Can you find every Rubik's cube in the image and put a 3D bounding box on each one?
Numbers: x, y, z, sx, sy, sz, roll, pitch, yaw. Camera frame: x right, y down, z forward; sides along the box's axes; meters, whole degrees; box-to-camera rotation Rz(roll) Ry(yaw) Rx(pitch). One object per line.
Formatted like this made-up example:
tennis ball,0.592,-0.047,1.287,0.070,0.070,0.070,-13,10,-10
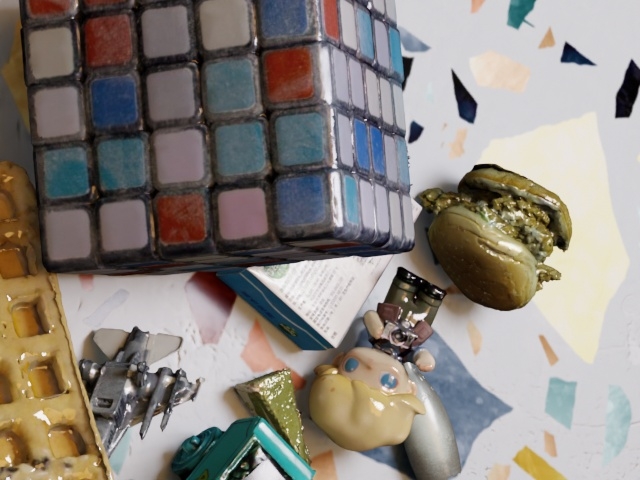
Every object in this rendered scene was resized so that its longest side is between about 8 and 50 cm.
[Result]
Rubik's cube,-0.087,-0.119,1.613,0.293,0.287,0.292,1,83,-74

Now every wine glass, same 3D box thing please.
wine glass,0.107,0.167,1.896,0.066,0.066,0.198,-19,95,-32

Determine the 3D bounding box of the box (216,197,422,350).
box,0.000,0.000,1.839,0.139,0.073,0.194,42,65,-21

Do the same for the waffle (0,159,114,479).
waffle,-0.333,0.123,1.520,0.261,0.114,0.376,-9,68,-28

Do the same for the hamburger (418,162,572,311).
hamburger,0.185,-0.008,1.919,0.185,0.159,0.131,32,74,22

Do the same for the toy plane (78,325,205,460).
toy plane,-0.199,0.157,1.649,0.234,0.160,0.082,-69,161,-51

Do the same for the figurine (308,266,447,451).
figurine,0.068,0.129,1.816,0.114,0.108,0.196,29,95,-9

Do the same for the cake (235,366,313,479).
cake,-0.034,0.197,1.810,0.055,0.051,0.140,-34,105,-32

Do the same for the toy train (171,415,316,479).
toy train,-0.100,0.259,1.703,0.107,0.154,0.198,48,64,-15
